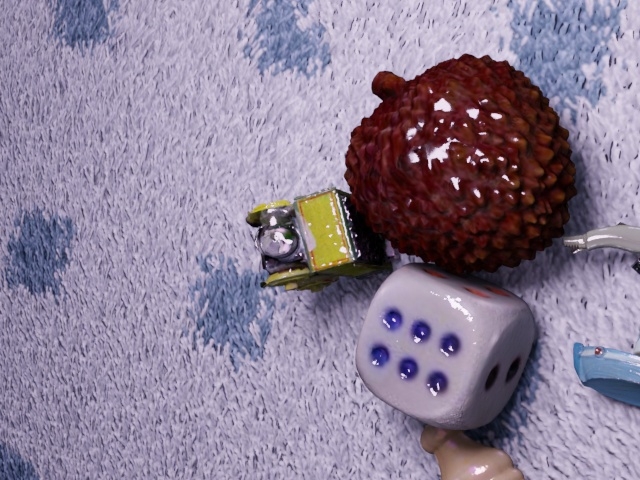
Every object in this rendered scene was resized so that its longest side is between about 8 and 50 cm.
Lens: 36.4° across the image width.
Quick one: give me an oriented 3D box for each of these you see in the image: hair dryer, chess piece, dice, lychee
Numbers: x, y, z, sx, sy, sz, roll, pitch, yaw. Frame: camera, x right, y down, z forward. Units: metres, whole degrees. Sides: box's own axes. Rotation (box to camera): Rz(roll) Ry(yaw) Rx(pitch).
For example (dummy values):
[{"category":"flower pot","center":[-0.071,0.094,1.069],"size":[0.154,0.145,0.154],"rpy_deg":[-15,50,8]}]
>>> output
[{"category":"hair dryer","center":[0.459,-0.049,1.263],"size":[0.225,0.088,0.218],"rpy_deg":[23,87,23]},{"category":"chess piece","center":[0.256,0.377,1.388],"size":[0.307,0.124,0.138],"rpy_deg":[54,146,25]},{"category":"dice","center":[0.178,0.147,1.384],"size":[0.193,0.192,0.194],"rpy_deg":[26,102,29]},{"category":"lychee","center":[0.189,-0.106,1.330],"size":[0.306,0.306,0.330],"rpy_deg":[-39,96,27]}]

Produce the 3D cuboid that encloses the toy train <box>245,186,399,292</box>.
[{"category":"toy train","center":[0.000,0.000,1.470],"size":[0.178,0.261,0.134],"rpy_deg":[-17,81,18]}]

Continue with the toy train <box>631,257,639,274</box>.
[{"category":"toy train","center":[0.453,0.011,1.309],"size":[0.017,0.017,0.083],"rpy_deg":[44,113,10]}]

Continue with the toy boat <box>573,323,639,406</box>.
[{"category":"toy boat","center":[0.439,0.165,1.291],"size":[0.215,0.088,0.102],"rpy_deg":[8,59,33]}]
